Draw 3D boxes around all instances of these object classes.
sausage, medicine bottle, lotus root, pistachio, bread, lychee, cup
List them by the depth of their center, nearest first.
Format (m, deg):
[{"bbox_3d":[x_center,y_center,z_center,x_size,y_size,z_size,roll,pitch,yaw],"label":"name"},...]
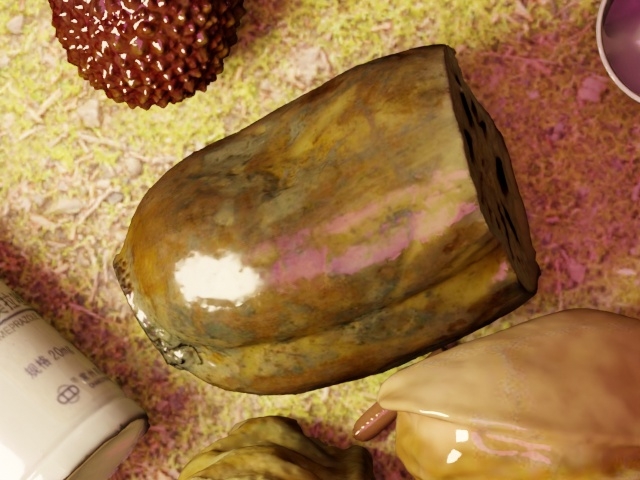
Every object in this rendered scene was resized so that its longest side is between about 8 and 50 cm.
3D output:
[{"bbox_3d":[0.196,0.172,1.668,0.321,0.238,0.229,-1,87,-24],"label":"pistachio"},{"bbox_3d":[0.284,-0.183,1.683,0.173,0.142,0.134,21,96,7],"label":"cup"},{"bbox_3d":[0.000,0.000,1.688,0.346,0.250,0.250,-22,89,9],"label":"lotus root"},{"bbox_3d":[-0.033,0.271,1.698,0.196,0.252,0.239,-16,87,8],"label":"bread"},{"bbox_3d":[-0.150,-0.203,1.736,0.188,0.188,0.188,0,93,9],"label":"lychee"},{"bbox_3d":[-0.334,0.117,1.757,0.332,0.190,0.190,41,98,9],"label":"medicine bottle"},{"bbox_3d":[0.074,0.141,1.788,0.116,0.026,0.026,-42,86,8],"label":"sausage"}]
